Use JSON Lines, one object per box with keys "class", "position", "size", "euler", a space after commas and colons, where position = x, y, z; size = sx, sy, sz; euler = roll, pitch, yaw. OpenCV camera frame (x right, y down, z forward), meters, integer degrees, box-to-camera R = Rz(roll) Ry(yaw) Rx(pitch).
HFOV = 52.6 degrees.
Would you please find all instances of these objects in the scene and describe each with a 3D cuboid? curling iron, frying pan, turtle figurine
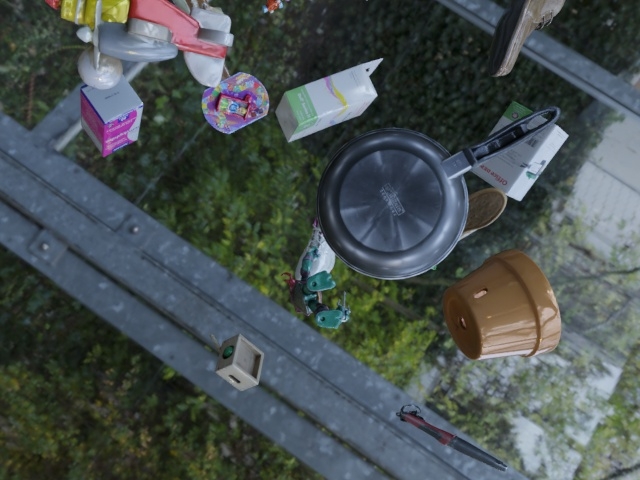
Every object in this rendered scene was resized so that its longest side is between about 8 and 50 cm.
{"class": "curling iron", "position": [0.296, 0.444, 1.468], "size": [0.068, 0.273, 0.035], "euler": [-10, 118, -55]}
{"class": "frying pan", "position": [0.153, -0.057, 0.820], "size": [0.053, 0.325, 0.198], "euler": [16, 67, -81]}
{"class": "turtle figurine", "position": [-0.008, 0.113, 1.388], "size": [0.118, 0.175, 0.234], "euler": [-32, -173, -4]}

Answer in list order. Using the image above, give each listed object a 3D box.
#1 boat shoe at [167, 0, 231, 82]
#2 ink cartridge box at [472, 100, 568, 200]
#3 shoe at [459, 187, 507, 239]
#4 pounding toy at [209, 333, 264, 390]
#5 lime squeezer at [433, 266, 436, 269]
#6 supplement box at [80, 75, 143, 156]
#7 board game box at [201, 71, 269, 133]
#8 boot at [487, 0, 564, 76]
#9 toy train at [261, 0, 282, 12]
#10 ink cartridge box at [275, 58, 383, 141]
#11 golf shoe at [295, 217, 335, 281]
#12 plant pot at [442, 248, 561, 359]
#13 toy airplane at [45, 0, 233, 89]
{"class": "boat shoe", "position": [-0.313, -0.588, 1.742], "size": [0.119, 0.324, 0.122], "euler": [-29, -159, -10]}
{"class": "ink cartridge box", "position": [0.534, -0.242, 1.767], "size": [0.092, 0.160, 0.219], "euler": [17, 112, -47]}
{"class": "shoe", "position": [0.310, -0.050, 1.386], "size": [0.219, 0.076, 0.058], "euler": [-41, -174, 40]}
{"class": "pounding toy", "position": [-0.251, 0.342, 1.873], "size": [0.100, 0.141, 0.130], "euler": [-28, -146, 28]}
{"class": "lime squeezer", "position": [0.310, 0.070, 2.123], "size": [0.059, 0.109, 0.310], "euler": [-61, 164, 0]}
{"class": "supplement box", "position": [-0.540, -0.322, 1.665], "size": [0.111, 0.114, 0.220], "euler": [-35, 180, -24]}
{"class": "board game box", "position": [-0.212, -0.336, 1.617], "size": [0.168, 0.133, 0.033], "euler": [-25, -143, 6]}
{"class": "boot", "position": [0.452, -0.479, 1.377], "size": [0.306, 0.115, 0.112], "euler": [-68, -164, -1]}
{"class": "toy train", "position": [-0.082, -0.677, 1.767], "size": [0.166, 0.046, 0.125], "euler": [-22, -174, -12]}
{"class": "ink cartridge box", "position": [0.046, -0.456, 2.110], "size": [0.353, 0.119, 0.207], "euler": [-24, 179, -14]}
{"class": "golf shoe", "position": [0.000, 0.000, 1.966], "size": [0.306, 0.115, 0.140], "euler": [-58, 141, -30]}
{"class": "plant pot", "position": [0.459, 0.190, 1.707], "size": [0.203, 0.291, 0.291], "euler": [-18, 163, -14]}
{"class": "toy airplane", "position": [-0.368, -0.411, 1.291], "size": [0.273, 0.384, 0.386], "euler": [-58, 159, 4]}
